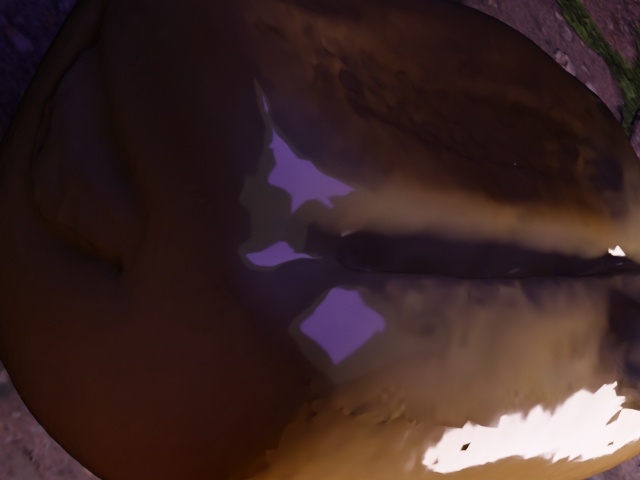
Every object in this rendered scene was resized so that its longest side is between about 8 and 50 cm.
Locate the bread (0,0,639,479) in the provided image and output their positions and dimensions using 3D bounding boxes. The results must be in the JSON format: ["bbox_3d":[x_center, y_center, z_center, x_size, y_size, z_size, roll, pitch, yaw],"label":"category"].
[{"bbox_3d":[0.000,0.000,0.722,0.376,0.253,0.348,4,57,-46],"label":"bread"}]
